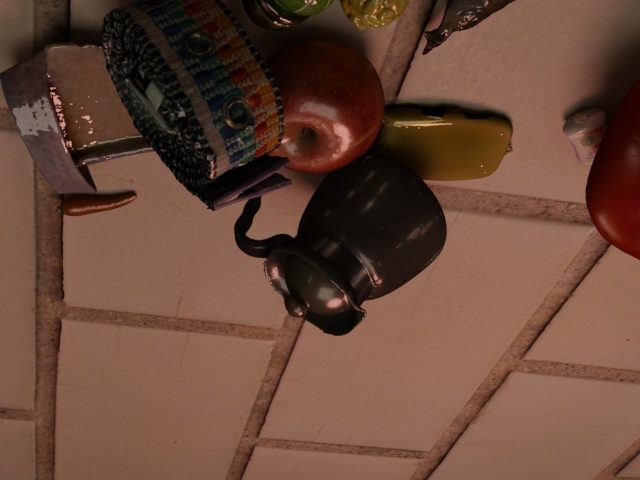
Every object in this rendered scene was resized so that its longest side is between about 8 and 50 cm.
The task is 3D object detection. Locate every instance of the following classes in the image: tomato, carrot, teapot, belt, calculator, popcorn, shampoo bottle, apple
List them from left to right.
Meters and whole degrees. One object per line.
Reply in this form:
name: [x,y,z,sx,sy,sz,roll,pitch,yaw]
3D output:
carrot: [-0.385,-0.064,1.556,0.142,0.035,0.035,-8,141,-4]
belt: [-0.152,-0.203,1.187,0.160,0.295,0.207,-29,154,-26]
apple: [-0.006,-0.199,1.308,0.201,0.162,0.201,8,140,7]
teapot: [0.012,-0.005,1.431,0.305,0.285,0.223,44,150,-1]
popcorn: [0.071,-0.342,1.179,0.106,0.120,0.116,-37,172,-14]
calculator: [0.199,-0.153,1.465,0.237,0.033,0.157,3,140,-8]
shampoo bottle: [0.431,-0.169,1.444,0.072,0.043,0.099,-23,137,22]
tomato: [0.553,-0.108,1.321,0.293,0.290,0.325,31,127,8]

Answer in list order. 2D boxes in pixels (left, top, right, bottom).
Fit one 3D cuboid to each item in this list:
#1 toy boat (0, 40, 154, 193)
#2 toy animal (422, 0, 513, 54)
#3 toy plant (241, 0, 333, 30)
toy boat: [-0.329,-0.198,1.349,0.293,0.111,0.276,-25,137,8]
toy animal: [0.208,-0.318,1.235,0.105,0.070,0.202,10,140,-44]
toy plant: [-0.033,-0.327,1.158,0.093,0.092,0.162,24,162,-28]
